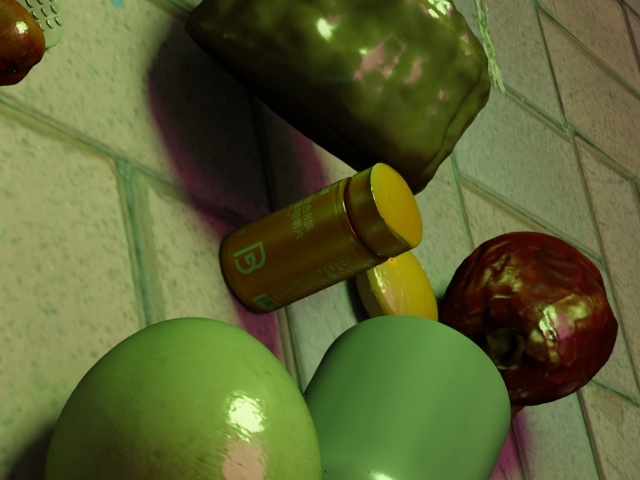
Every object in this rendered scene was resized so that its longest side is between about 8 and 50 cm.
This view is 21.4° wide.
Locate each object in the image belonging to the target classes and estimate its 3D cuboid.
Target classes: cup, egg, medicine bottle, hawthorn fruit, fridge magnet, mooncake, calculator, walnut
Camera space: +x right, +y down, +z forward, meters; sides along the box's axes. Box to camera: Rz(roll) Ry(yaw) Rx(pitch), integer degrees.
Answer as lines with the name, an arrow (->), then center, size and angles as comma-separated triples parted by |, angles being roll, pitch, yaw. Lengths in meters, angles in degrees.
cup -> 0.051, 0.229, 1.611 | 0.205, 0.205, 0.312 | 58, 28, -14
egg -> -0.108, 0.176, 1.356 | 0.218, 0.218, 0.295 | 52, 17, -25
medicine bottle -> 0.000, 0.000, 1.719 | 0.096, 0.192, 0.096 | 40, 37, -39
hawthorn fruit -> -0.288, -0.184, 1.477 | 0.081, 0.081, 0.093 | 5, 50, -60
fridge magnet -> 0.089, 0.059, 1.977 | 0.143, 0.063, 0.143 | 45, 32, -38
mooncake -> 0.029, -0.201, 1.801 | 0.324, 0.187, 0.324 | 36, -5, 4
calculator -> -0.291, -0.256, 1.590 | 0.165, 0.024, 0.103 | 65, 27, -6
walnut -> 0.236, 0.120, 2.067 | 0.222, 0.243, 0.269 | 31, 27, 16
